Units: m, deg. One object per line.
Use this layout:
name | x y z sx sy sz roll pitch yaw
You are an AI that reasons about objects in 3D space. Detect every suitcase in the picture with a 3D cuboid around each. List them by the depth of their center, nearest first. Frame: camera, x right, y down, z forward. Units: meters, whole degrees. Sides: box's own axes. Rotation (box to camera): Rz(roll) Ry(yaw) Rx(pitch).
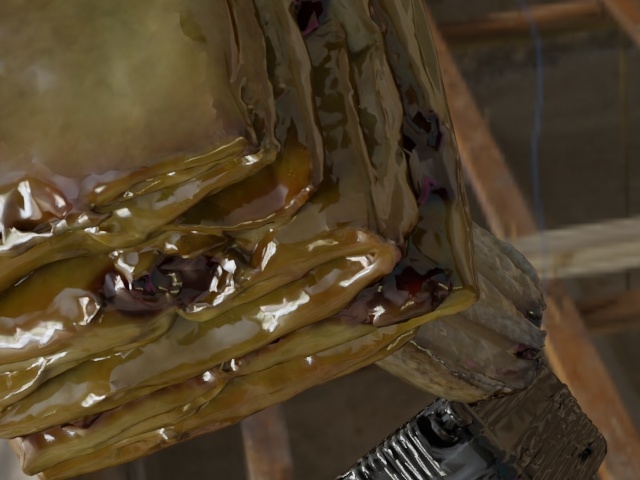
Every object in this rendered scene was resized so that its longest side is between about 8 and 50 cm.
suitcase | 0.105 0.222 1.252 0.229 0.152 0.335 -41 172 17

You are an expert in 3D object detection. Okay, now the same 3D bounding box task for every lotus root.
lotus root | -0.001 0.000 0.999 0.329 0.078 0.167 36 -145 -6

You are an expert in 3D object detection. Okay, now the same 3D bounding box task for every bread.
bread | -0.102 -0.076 0.667 0.277 0.325 0.167 -25 163 19
